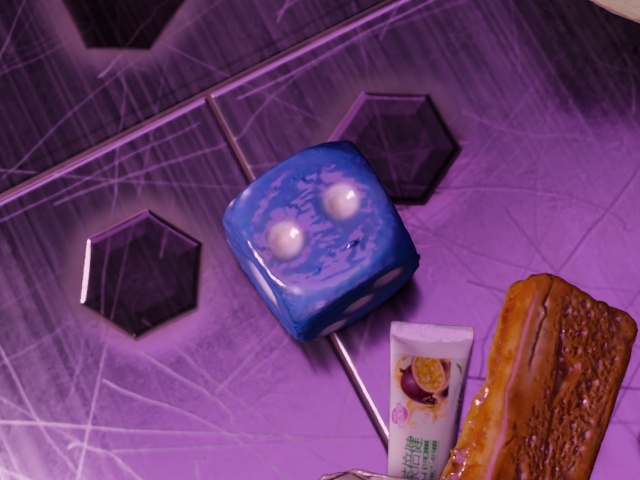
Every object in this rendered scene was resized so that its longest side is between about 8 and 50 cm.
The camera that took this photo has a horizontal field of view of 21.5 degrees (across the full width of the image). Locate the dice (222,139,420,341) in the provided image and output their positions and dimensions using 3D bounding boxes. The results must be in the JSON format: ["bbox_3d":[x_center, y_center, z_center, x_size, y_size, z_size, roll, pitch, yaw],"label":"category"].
[{"bbox_3d":[0.000,0.000,1.560,0.146,0.146,0.143,-31,75,-5],"label":"dice"}]

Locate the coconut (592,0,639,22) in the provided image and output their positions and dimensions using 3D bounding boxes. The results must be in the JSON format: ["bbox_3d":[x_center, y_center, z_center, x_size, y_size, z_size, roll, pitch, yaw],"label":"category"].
[{"bbox_3d":[0.334,-0.336,1.559,0.328,0.281,0.328,7,49,-8],"label":"coconut"}]

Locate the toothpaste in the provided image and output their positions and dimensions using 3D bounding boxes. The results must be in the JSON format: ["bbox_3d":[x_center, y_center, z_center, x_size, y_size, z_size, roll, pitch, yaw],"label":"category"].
[{"bbox_3d":[0.091,0.227,1.538,0.058,0.056,0.314,19,68,-35],"label":"toothpaste"}]

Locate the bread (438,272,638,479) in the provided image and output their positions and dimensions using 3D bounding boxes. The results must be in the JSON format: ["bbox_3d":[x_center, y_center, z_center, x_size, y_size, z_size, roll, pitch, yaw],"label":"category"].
[{"bbox_3d":[0.186,0.168,1.513,0.139,0.077,0.271,24,76,-20],"label":"bread"}]

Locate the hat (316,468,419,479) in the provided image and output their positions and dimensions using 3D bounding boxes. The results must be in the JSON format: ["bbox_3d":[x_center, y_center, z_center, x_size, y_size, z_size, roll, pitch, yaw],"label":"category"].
[{"bbox_3d":[0.049,0.329,1.450,0.214,0.149,0.244,-23,101,9],"label":"hat"}]
